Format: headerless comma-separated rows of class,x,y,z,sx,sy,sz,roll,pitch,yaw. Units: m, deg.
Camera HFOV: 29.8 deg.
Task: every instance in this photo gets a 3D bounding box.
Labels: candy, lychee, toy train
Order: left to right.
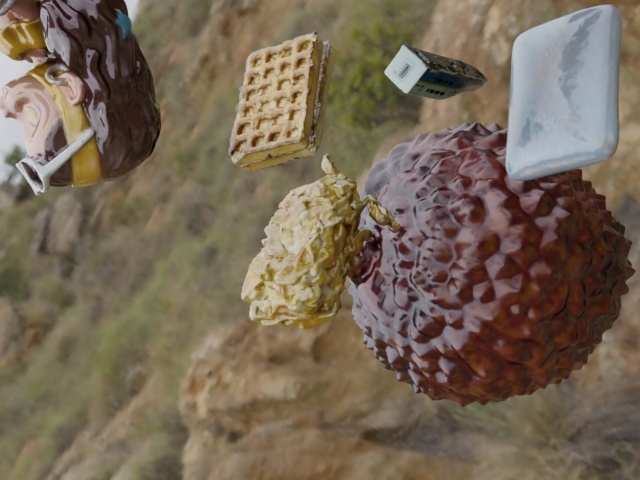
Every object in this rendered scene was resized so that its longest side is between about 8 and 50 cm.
toy train,0.167,-0.225,1.659,0.051,0.052,0.234,-51,-21,20
lychee,0.215,0.033,1.748,0.424,0.499,0.425,0,90,61
candy,0.254,-0.156,1.270,0.138,0.071,0.174,-14,64,48

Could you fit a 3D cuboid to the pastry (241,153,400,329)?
pastry,0.000,0.000,1.504,0.154,0.102,0.250,-15,34,36

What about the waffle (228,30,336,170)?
waffle,-0.040,-0.149,1.298,0.102,0.042,0.148,-12,55,31

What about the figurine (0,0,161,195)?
figurine,-0.191,-0.147,0.795,0.115,0.240,0.174,-33,8,-20
